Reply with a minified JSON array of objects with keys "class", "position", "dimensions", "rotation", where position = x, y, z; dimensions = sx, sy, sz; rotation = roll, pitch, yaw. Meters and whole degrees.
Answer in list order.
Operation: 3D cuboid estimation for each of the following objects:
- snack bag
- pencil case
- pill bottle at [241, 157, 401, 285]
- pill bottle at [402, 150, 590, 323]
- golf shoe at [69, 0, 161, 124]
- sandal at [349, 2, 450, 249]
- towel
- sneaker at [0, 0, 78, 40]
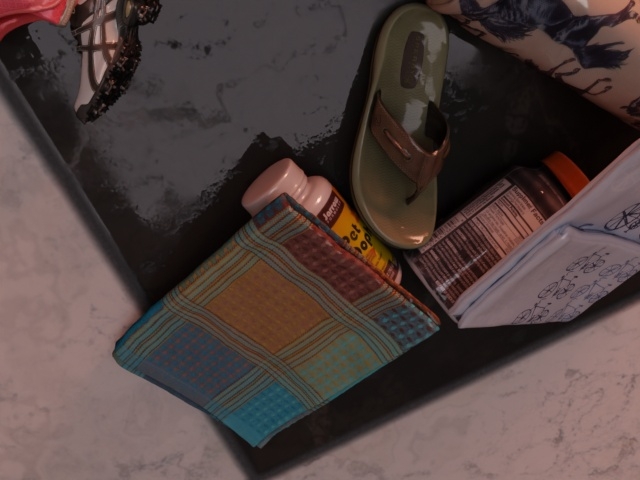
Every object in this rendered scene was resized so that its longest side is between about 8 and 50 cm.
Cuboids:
[{"class":"snack bag","position":[0.359,-0.003,0.902],"dimensions":[0.323,0.037,0.342],"rotation":[7,134,-48]},{"class":"pencil case","position":[0.320,-0.264,0.863],"dimensions":[0.410,0.184,0.160],"rotation":[24,135,-17]},{"class":"pill bottle","position":[0.000,0.000,0.931],"dimensions":[0.117,0.117,0.215],"rotation":[-40,112,7]},{"class":"pill bottle","position":[0.241,-0.010,0.962],"dimensions":[0.245,0.130,0.130],"rotation":[-38,112,6]},{"class":"golf shoe","position":[-0.252,-0.234,0.831],"dimensions":[0.093,0.077,0.198],"rotation":[26,101,-3]},{"class":"sandal","position":[0.107,-0.136,0.888],"dimensions":[0.120,0.086,0.303],"rotation":[-1,100,-21]},{"class":"towel","position":[-0.069,0.126,0.937],"dimensions":[0.271,0.040,0.370],"rotation":[38,124,-20]},{"class":"sneaker","position":[-0.273,-0.298,0.757],"dimensions":[0.313,0.116,0.136],"rotation":[-28,92,11]}]
